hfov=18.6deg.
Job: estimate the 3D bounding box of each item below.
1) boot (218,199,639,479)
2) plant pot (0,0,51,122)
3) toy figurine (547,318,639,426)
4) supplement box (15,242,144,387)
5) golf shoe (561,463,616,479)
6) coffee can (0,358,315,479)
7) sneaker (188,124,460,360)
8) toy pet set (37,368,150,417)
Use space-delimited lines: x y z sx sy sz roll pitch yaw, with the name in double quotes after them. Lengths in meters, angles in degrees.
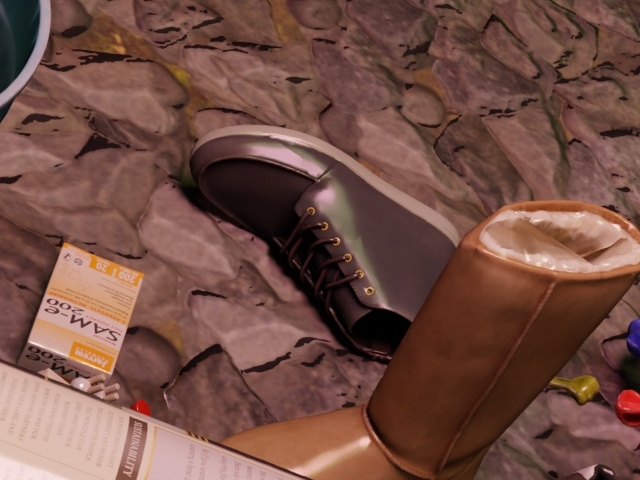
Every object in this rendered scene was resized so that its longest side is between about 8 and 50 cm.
0.054 0.085 1.253 0.236 0.269 0.089 -6 53 -34 "boot"
-0.332 -0.082 1.199 0.272 0.255 0.271 15 46 -16 "plant pot"
0.285 0.112 1.459 0.362 0.217 0.191 5 53 25 "toy figurine"
-0.163 0.055 1.329 0.062 0.036 0.098 22 44 -9 "supplement box"
0.194 0.244 1.319 0.077 0.094 0.198 2 52 -30 "golf shoe"
-0.123 0.195 1.102 0.275 0.201 0.201 23 43 -10 "coffee can"
0.000 0.000 1.440 0.222 0.083 0.118 24 44 -10 "sneaker"
-0.170 0.140 1.249 0.114 0.065 0.122 45 33 -41 "toy pet set"
